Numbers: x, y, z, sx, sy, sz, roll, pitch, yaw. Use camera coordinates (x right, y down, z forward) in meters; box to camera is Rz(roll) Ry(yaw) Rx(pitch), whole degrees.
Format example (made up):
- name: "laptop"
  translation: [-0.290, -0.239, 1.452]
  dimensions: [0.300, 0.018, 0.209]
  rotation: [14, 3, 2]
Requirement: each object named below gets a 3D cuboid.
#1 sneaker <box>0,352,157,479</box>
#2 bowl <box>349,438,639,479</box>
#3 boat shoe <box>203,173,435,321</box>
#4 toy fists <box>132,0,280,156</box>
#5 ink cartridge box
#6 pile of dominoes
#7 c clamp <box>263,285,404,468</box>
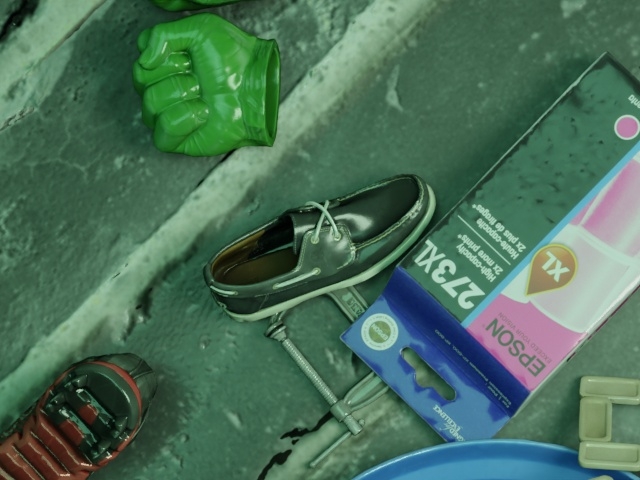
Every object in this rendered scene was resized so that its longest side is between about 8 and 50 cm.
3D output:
- name: "sneaker"
  translation: [-0.254, 0.198, 1.740]
  dimensions: [0.276, 0.135, 0.097]
  rotation: [-41, 90, 25]
- name: "bowl"
  translation: [0.151, 0.334, 1.555]
  dimensions: [0.391, 0.077, 0.391]
  rotation: [-4, 40, 3]
- name: "boat shoe"
  translation: [0.000, 0.000, 1.729]
  dimensions: [0.233, 0.079, 0.084]
  rotation: [-26, 54, 3]
- name: "toy fists"
  translation: [-0.113, -0.219, 1.777]
  dimensions: [0.142, 0.096, 0.279]
  rotation: [1, 83, 10]
- name: "ink cartridge box"
  translation: [0.204, 0.015, 1.705]
  dimensions: [0.176, 0.069, 0.371]
  rotation: [44, 90, 11]
- name: "pile of dominoes"
  translation: [0.354, 0.207, 1.629]
  dimensions: [0.251, 0.040, 0.196]
  rotation: [3, 39, 9]
- name: "c clamp"
  translation: [0.004, 0.114, 1.747]
  dimensions: [0.137, 0.022, 0.160]
  rotation: [-34, 78, 2]
